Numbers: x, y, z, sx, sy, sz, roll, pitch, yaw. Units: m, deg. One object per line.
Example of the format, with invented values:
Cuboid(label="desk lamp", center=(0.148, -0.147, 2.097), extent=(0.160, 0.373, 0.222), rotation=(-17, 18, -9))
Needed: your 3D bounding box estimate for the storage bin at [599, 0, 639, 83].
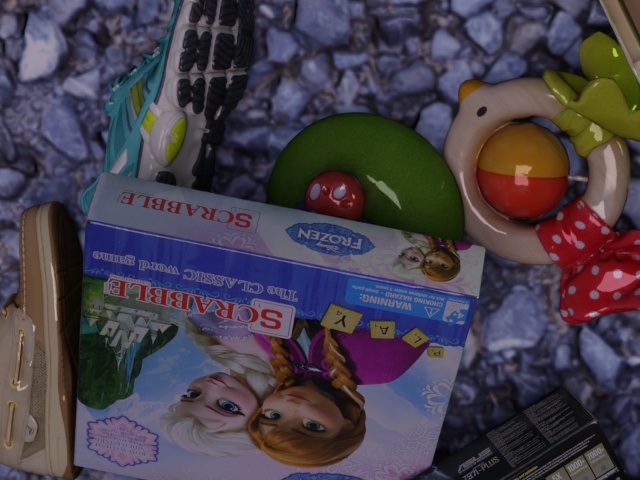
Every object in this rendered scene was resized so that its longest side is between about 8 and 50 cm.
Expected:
Cuboid(label="storage bin", center=(0.334, -0.256, 1.385), extent=(0.262, 0.123, 0.260), rotation=(-25, 66, 13))

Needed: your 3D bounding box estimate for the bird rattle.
Cuboid(label="bird rattle", center=(0.207, -0.051, 1.529), extent=(0.207, 0.143, 0.253), rotation=(9, 116, 20))

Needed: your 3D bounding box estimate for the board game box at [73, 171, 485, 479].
Cuboid(label="board game box", center=(-0.046, 0.104, 1.514), extent=(0.319, 0.066, 0.318), rotation=(11, 135, 2))

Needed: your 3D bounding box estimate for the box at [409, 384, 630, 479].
Cuboid(label="box", center=(0.177, 0.238, 1.524), extent=(0.180, 0.077, 0.147), rotation=(-32, 114, -2))

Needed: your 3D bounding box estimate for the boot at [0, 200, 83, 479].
Cuboid(label="boot", center=(-0.318, 0.091, 1.641), extent=(0.204, 0.095, 0.261), rotation=(2, 107, 11))

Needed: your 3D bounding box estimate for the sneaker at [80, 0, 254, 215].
Cuboid(label="sneaker", center=(-0.142, -0.129, 1.559), extent=(0.110, 0.107, 0.275), rotation=(22, 95, 30))

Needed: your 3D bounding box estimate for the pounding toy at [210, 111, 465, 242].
Cuboid(label="pounding toy", center=(0.000, 0.000, 1.532), extent=(0.237, 0.110, 0.183), rotation=(-24, 98, 28))
